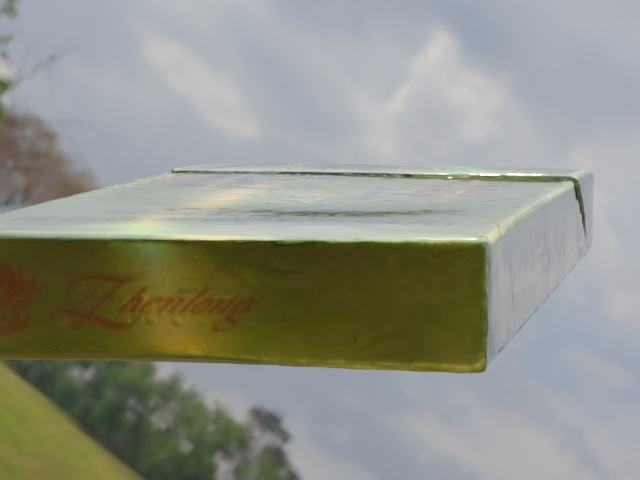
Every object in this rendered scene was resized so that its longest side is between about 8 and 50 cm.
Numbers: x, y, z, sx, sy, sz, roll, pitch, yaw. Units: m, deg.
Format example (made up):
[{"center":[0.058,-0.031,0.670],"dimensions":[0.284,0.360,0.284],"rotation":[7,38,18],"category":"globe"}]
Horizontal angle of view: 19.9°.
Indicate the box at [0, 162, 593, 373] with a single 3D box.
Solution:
[{"center":[0.000,0.000,0.668],"dimensions":[0.173,0.043,0.311],"rotation":[1,6,14],"category":"box"}]
